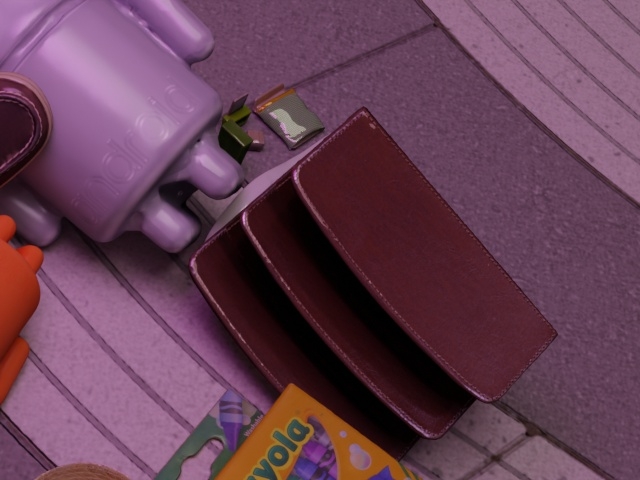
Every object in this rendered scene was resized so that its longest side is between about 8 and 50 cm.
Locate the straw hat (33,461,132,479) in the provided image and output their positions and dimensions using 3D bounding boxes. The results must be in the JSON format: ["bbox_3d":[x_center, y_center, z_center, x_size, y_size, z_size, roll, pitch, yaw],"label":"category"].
[{"bbox_3d":[-0.219,0.276,1.300,0.144,0.061,0.144,1,63,-2],"label":"straw hat"}]

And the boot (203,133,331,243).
[{"bbox_3d":[0.000,0.000,1.567,0.176,0.088,0.244,45,50,11],"label":"boot"}]

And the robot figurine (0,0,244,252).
[{"bbox_3d":[-0.242,-0.139,1.479,0.353,0.200,0.300,40,91,-2],"label":"robot figurine"}]

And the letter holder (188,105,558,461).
[{"bbox_3d":[0.044,0.062,1.441,0.302,0.152,0.214,49,60,-3],"label":"letter holder"}]

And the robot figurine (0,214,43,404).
[{"bbox_3d":[-0.350,0.072,1.354,0.128,0.158,0.219,17,50,13],"label":"robot figurine"}]

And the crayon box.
[{"bbox_3d":[-0.003,0.281,1.364,0.323,0.083,0.203,35,51,6],"label":"crayon box"}]

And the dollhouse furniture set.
[{"bbox_3d":[-0.059,-0.139,1.657,0.076,0.058,0.152,45,53,13],"label":"dollhouse furniture set"}]

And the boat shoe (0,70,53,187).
[{"bbox_3d":[-0.406,-0.046,1.332,0.342,0.123,0.123,-22,24,-2],"label":"boat shoe"}]
